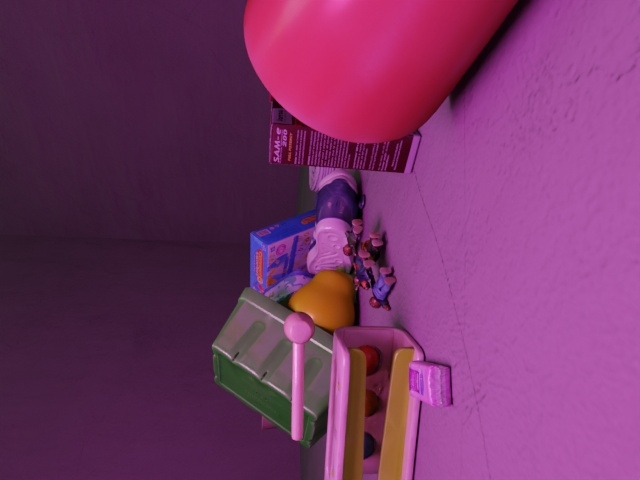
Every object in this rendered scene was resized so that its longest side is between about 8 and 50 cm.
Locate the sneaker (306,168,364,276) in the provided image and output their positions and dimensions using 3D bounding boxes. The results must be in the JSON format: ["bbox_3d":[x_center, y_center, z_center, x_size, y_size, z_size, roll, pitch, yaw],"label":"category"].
[{"bbox_3d":[0.042,-0.050,1.158,0.323,0.130,0.236,95,-177,-60],"label":"sneaker"}]

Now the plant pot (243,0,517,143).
[{"bbox_3d":[0.076,-0.269,0.423,0.243,0.275,0.275,149,124,-68],"label":"plant pot"}]

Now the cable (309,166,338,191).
[{"bbox_3d":[0.013,-0.295,1.465,0.257,0.089,0.257,105,163,-55],"label":"cable"}]

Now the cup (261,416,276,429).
[{"bbox_3d":[-0.068,0.431,1.351,0.331,0.237,0.331,-178,90,-82],"label":"cup"}]

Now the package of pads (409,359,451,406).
[{"bbox_3d":[0.145,0.189,0.558,0.083,0.032,0.050,124,150,-76],"label":"package of pads"}]

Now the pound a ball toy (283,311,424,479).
[{"bbox_3d":[0.039,0.260,0.676,0.136,0.208,0.319,-130,42,-79],"label":"pound a ball toy"}]

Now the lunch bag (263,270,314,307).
[{"bbox_3d":[-0.045,0.179,1.244,0.176,0.219,0.090,-35,45,31],"label":"lunch bag"}]

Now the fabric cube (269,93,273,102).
[{"bbox_3d":[-0.010,-0.548,1.121,0.259,0.254,0.258,110,161,-67],"label":"fabric cube"}]

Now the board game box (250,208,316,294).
[{"bbox_3d":[-0.080,0.072,1.354,0.086,0.308,0.302,34,132,35],"label":"board game box"}]

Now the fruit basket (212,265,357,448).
[{"bbox_3d":[-0.039,0.249,1.046,0.392,0.392,0.283,-96,12,-48],"label":"fruit basket"}]

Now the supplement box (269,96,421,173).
[{"bbox_3d":[0.034,-0.182,0.715,0.130,0.239,0.073,-98,12,-52],"label":"supplement box"}]

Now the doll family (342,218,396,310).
[{"bbox_3d":[0.095,0.054,0.840,0.111,0.076,0.193,108,160,-49],"label":"doll family"}]
